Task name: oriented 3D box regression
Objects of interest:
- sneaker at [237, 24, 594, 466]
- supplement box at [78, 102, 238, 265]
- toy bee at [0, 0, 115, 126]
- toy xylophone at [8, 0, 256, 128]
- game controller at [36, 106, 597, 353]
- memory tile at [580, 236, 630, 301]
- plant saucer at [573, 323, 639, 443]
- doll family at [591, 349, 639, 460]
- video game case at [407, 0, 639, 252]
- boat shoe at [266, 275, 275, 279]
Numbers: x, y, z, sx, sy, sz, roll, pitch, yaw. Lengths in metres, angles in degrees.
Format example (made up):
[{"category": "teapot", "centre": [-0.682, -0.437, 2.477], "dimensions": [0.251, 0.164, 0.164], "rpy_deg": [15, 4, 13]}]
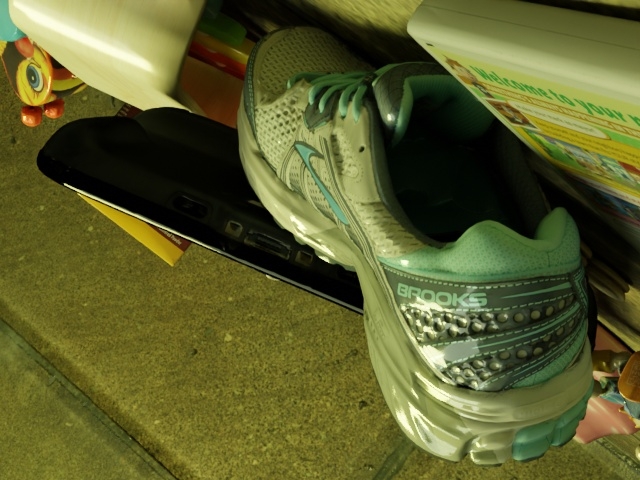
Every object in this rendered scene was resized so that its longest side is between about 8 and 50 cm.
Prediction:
[{"category": "sneaker", "centre": [0.042, -0.040, 0.551], "dimensions": [0.283, 0.110, 0.122], "rpy_deg": [-124, 26, -44]}, {"category": "supplement box", "centre": [-0.166, -0.101, 1.353], "dimensions": [0.129, 0.194, 0.191], "rpy_deg": [39, 179, -17]}, {"category": "toy bee", "centre": [-0.277, -0.191, 1.132], "dimensions": [0.195, 0.162, 0.298], "rpy_deg": [-5, -125, -30]}, {"category": "toy xylophone", "centre": [-0.091, -0.127, 0.846], "dimensions": [0.236, 0.081, 0.323], "rpy_deg": [25, 178, -4]}, {"category": "game controller", "centre": [0.000, 0.000, 0.683], "dimensions": [0.319, 0.067, 0.166], "rpy_deg": [22, -161, 17]}, {"category": "memory tile", "centre": [0.110, -0.021, 0.707], "dimensions": [0.148, 0.012, 0.113], "rpy_deg": [38, 179, -29]}, {"category": "plant saucer", "centre": [0.162, 0.077, 1.104], "dimensions": [0.332, 0.084, 0.332], "rpy_deg": [37, 179, 1]}, {"category": "doll family", "centre": [0.203, 0.101, 0.837], "dimensions": [0.263, 0.118, 0.163], "rpy_deg": [19, 167, 15]}, {"category": "video game case", "centre": [0.139, -0.002, 0.377], "dimensions": [0.193, 0.023, 0.212], "rpy_deg": [39, 179, -26]}, {"category": "boat shoe", "centre": [0.005, 0.009, 0.902], "dimensions": [0.112, 0.095, 0.335], "rpy_deg": [7, 180, -29]}]
